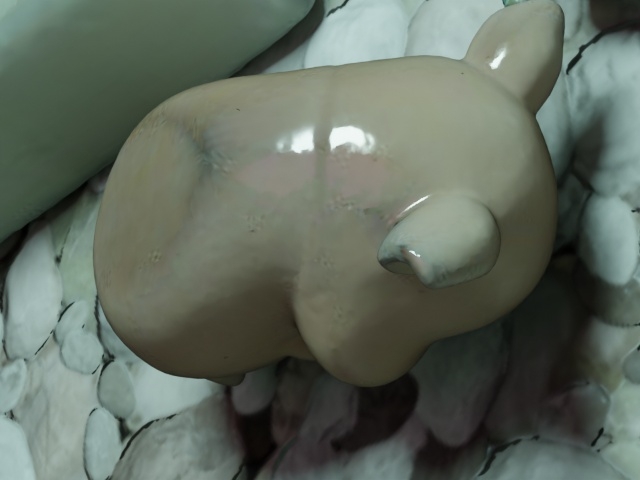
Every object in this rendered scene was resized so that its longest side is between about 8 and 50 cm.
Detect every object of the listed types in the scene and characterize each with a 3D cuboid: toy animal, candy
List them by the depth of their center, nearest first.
[{"bbox_3d":[-0.002,-0.012,0.768,0.250,0.154,0.166,-15,56,37],"label":"toy animal"},{"bbox_3d":[-0.180,-0.151,1.000,0.359,0.145,0.208,-32,54,30],"label":"candy"}]

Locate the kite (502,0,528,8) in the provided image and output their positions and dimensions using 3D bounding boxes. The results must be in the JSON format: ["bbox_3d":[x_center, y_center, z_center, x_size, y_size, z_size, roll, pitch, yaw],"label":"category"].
[{"bbox_3d":[0.153,-0.286,0.829,0.406,0.014,0.368,17,86,46],"label":"kite"}]
